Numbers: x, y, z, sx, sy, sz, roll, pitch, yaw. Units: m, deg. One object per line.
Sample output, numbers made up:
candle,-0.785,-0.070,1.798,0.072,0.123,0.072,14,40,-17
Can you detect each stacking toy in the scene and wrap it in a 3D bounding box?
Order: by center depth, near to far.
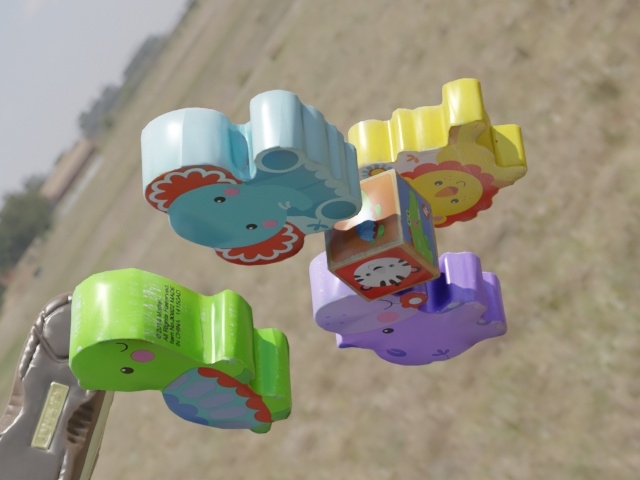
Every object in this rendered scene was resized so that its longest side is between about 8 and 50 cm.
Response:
stacking toy,0.000,0.000,0.472,0.052,0.221,0.167,-20,55,23

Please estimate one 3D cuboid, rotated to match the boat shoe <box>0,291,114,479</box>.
boat shoe,-0.147,0.125,0.981,0.072,0.068,0.190,76,-143,-68
